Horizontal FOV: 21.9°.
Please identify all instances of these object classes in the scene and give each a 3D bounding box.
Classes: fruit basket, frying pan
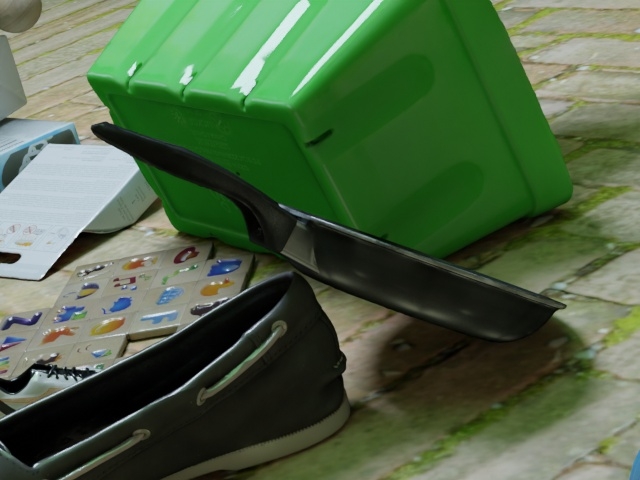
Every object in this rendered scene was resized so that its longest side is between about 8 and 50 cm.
[{"bbox_3d":[0.042,-0.172,1.312,0.392,0.283,0.392,-21,29,13],"label":"fruit basket"},{"bbox_3d":[0.025,0.009,0.986,0.197,0.053,0.326,20,2,31],"label":"frying pan"}]

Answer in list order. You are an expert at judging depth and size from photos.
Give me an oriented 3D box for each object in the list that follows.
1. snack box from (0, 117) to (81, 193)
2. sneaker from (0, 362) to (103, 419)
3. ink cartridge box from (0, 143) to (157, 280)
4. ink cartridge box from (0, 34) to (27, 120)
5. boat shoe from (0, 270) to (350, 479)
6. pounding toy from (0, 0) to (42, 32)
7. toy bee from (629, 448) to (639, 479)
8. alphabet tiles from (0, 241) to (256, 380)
[{"bbox_3d":[-0.401,-0.034,1.562,0.322,0.060,0.187,-29,23,-34],"label":"snack box"},{"bbox_3d":[-0.169,0.099,1.096,0.109,0.043,0.040,-16,19,-10],"label":"sneaker"},{"bbox_3d":[-0.234,-0.016,1.467,0.145,0.045,0.179,4,45,38],"label":"ink cartridge box"},{"bbox_3d":[-0.428,-0.135,1.651,0.231,0.078,0.134,-6,21,26],"label":"ink cartridge box"},{"bbox_3d":[-0.141,0.112,0.968,0.335,0.095,0.112,-21,22,-19],"label":"boat shoe"},{"bbox_3d":[-0.395,-0.194,1.559,0.183,0.110,0.237,-14,-12,38],"label":"pounding toy"},{"bbox_3d":[0.208,0.137,0.653,0.298,0.162,0.195,-35,24,17],"label":"toy bee"},{"bbox_3d":[-0.154,0.059,1.240,0.198,0.009,0.237,-10,21,10],"label":"alphabet tiles"}]
